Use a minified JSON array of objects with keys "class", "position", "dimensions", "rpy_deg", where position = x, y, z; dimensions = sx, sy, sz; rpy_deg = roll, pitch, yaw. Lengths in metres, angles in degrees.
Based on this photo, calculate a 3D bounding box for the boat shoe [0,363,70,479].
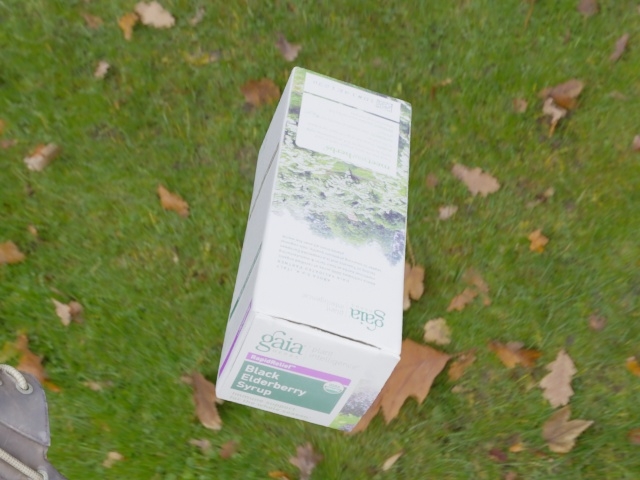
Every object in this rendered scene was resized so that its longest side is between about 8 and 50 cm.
[{"class":"boat shoe","position":[-0.256,0.146,0.752],"dimensions":[0.130,0.132,0.355],"rpy_deg":[-54,126,-32]}]

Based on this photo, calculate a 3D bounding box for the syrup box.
[{"class":"syrup box","position":[0.000,0.000,0.733],"dimensions":[0.093,0.096,0.237],"rpy_deg":[16,47,-10]}]
